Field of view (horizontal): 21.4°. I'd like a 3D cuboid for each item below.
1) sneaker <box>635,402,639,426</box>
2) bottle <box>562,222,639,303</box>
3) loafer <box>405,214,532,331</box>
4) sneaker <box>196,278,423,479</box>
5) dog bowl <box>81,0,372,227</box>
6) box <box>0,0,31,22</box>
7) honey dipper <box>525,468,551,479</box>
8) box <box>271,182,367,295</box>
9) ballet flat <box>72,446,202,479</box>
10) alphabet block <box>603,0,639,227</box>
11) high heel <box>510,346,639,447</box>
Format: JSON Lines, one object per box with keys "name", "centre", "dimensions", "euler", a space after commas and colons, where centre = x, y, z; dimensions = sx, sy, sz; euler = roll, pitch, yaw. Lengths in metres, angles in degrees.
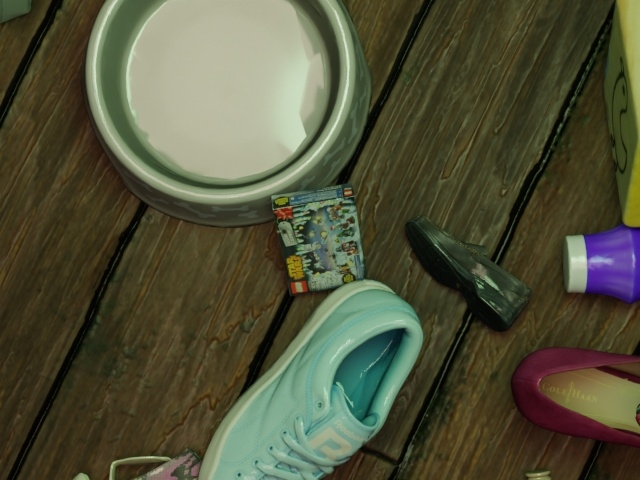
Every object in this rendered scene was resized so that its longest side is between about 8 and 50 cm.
{"name": "sneaker", "centre": [0.434, 0.094, 1.823], "dimensions": [0.112, 0.121, 0.299], "euler": [40, 71, 10]}
{"name": "bottle", "centre": [0.421, 0.023, 1.932], "dimensions": [0.283, 0.092, 0.118], "euler": [-1, 90, 1]}
{"name": "loafer", "centre": [0.170, 0.029, 1.961], "dimensions": [0.170, 0.062, 0.061], "euler": [45, 67, 0]}
{"name": "sneaker", "centre": [-0.014, 0.209, 1.888], "dimensions": [0.135, 0.150, 0.366], "euler": [31, 88, -22]}
{"name": "dog bowl", "centre": [-0.112, -0.190, 1.952], "dimensions": [0.349, 0.102, 0.348], "euler": [0, 87, 1]}
{"name": "box", "centre": [-0.417, -0.342, 1.913], "dimensions": [0.119, 0.182, 0.181], "euler": [-26, 84, -14]}
{"name": "honey dipper", "centre": [0.262, 0.345, 1.951], "dimensions": [0.030, 0.030, 0.160], "euler": [-9, 88, 1]}
{"name": "box", "centre": [0.000, 0.000, 1.932], "dimensions": [0.094, 0.027, 0.137], "euler": [-10, 131, 2]}
{"name": "ballet flat", "centre": [-0.238, 0.296, 1.949], "dimensions": [0.222, 0.077, 0.079], "euler": [-20, 68, -5]}
{"name": "alphabet block", "centre": [0.424, -0.148, 1.862], "dimensions": [0.193, 0.192, 0.197], "euler": [-4, 58, 3]}
{"name": "high heel", "centre": [0.398, 0.189, 1.880], "dimensions": [0.377, 0.181, 0.127], "euler": [3, 87, 2]}
